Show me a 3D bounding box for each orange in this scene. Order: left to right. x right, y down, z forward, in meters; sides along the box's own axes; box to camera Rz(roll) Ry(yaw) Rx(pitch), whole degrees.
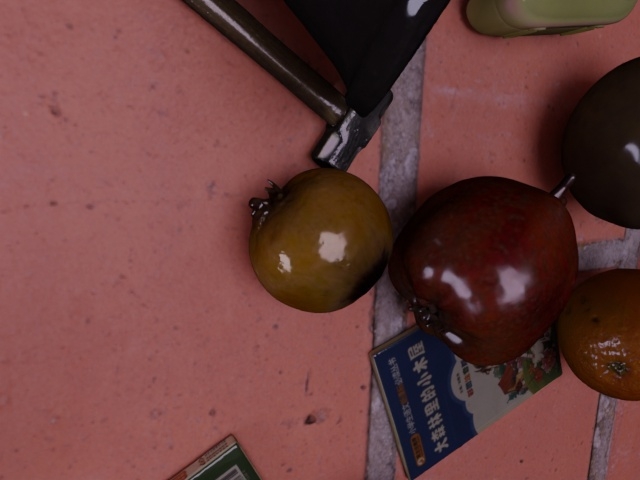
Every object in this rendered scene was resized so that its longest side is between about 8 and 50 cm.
[{"bbox_3d":[0.453,0.138,0.746,0.206,0.206,0.206,-6,103,-26],"label":"orange"}]

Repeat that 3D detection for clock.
[{"bbox_3d":[0.281,-0.410,0.600,0.234,0.096,0.308,-12,106,-24],"label":"clock"}]

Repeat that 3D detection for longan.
[{"bbox_3d":[0.445,-0.137,0.673,0.248,0.248,0.248,-6,103,-26],"label":"longan"}]

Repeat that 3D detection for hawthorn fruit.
[{"bbox_3d":[0.209,0.014,0.587,0.248,0.208,0.208,-38,115,-6],"label":"hawthorn fruit"}]

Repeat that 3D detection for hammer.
[{"bbox_3d":[-0.083,-0.207,0.492,0.365,0.043,0.111,34,85,-26],"label":"hammer"}]

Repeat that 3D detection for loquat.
[{"bbox_3d":[0.000,0.000,0.518,0.163,0.137,0.163,-6,116,-12],"label":"loquat"}]

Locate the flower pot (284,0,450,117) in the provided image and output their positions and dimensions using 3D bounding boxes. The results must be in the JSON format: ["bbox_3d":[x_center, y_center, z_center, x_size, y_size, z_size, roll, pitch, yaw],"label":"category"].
[{"bbox_3d":[0.038,-0.315,0.391,0.251,0.379,0.379,31,85,-3],"label":"flower pot"}]

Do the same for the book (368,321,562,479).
[{"bbox_3d":[0.231,0.183,0.741,0.322,0.018,0.228,-26,111,-21],"label":"book"}]

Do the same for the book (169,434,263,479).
[{"bbox_3d":[-0.164,0.376,0.572,0.264,0.027,0.202,-33,114,-19],"label":"book"}]
